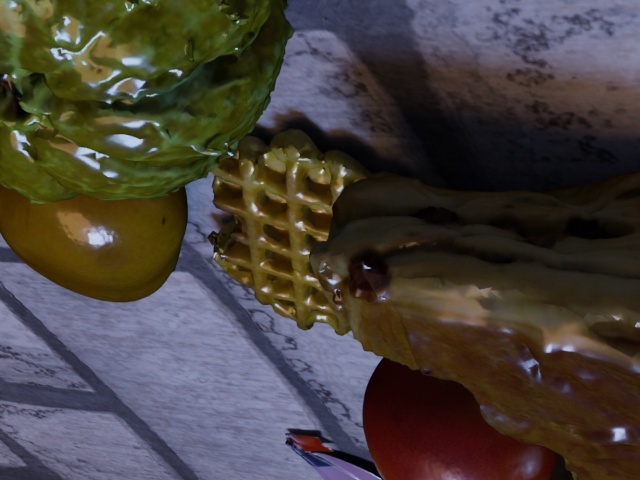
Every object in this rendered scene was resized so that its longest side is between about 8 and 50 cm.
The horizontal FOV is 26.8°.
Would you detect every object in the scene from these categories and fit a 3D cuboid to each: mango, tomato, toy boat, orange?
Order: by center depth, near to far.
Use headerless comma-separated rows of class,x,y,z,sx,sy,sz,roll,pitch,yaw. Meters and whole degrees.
orange,-0.166,-0.167,0.861,0.300,0.223,0.301,3,144,9
mango,-0.209,-0.023,1.206,0.175,0.139,0.254,29,157,0
tomato,0.131,0.161,1.237,0.195,0.195,0.136,9,128,21
toy boat,0.091,0.342,1.708,0.219,0.072,0.318,6,137,31

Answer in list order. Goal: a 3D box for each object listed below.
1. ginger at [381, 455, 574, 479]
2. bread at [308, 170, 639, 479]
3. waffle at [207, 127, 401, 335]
ginger,0.179,0.281,1.397,0.269,0.200,0.223,-30,102,11
bread,0.203,0.065,1.034,0.370,0.191,0.314,12,154,26
waffle,-0.001,0.002,1.198,0.291,0.051,0.291,14,148,9
